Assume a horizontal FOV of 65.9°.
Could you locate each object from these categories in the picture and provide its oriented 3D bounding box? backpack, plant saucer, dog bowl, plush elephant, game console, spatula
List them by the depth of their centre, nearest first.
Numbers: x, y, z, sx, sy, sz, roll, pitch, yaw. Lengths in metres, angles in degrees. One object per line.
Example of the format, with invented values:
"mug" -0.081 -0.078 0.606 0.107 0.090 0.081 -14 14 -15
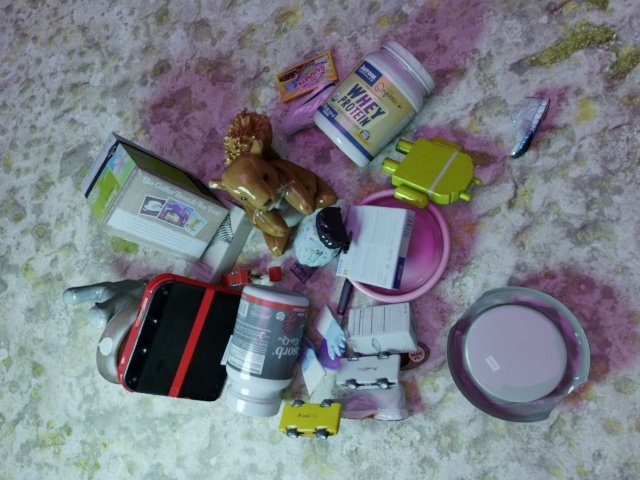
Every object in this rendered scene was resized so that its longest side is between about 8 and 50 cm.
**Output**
"dog bowl" 0.516 0.297 1.317 0.348 0.102 0.349 -2 83 20
"plant saucer" 0.220 0.016 1.464 0.331 0.084 0.333 -2 84 21
"backpack" 0.000 0.000 1.467 0.182 0.115 0.152 127 142 -49
"spatula" 0.058 0.252 1.527 0.084 0.030 0.297 14 89 20
"game console" -0.426 0.316 1.571 0.060 0.341 0.387 25 95 58
"plant saucer" -0.569 0.332 1.599 0.050 0.310 0.311 22 92 31
"plush elephant" -0.673 0.272 1.691 0.271 0.330 0.256 14 112 34

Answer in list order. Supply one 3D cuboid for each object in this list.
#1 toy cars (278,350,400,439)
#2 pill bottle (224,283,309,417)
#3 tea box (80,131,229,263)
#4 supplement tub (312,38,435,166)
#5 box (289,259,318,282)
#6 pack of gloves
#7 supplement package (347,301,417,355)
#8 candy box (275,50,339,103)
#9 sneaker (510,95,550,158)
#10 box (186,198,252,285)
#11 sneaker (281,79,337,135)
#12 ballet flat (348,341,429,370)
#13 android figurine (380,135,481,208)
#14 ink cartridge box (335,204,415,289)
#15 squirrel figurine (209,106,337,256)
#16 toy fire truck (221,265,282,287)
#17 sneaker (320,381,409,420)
"toy cars" 0.065 0.444 1.390 0.393 0.087 0.176 -38 39 -5
"pill bottle" -0.170 0.329 1.508 0.210 0.210 0.363 12 89 21
"tea box" -0.530 -0.133 1.575 0.323 0.329 0.220 40 99 45
"supplement tub" 0.156 -0.400 1.453 0.316 0.228 0.228 -46 72 10
"box" -0.050 0.086 1.590 0.067 0.018 0.083 42 99 19
"pack of gloves" 0.009 0.324 1.475 0.046 0.232 0.195 29 99 -23
"supplement package" 0.179 0.258 1.423 0.179 0.105 0.105 -10 45 19
"candy box" -0.046 -0.543 1.649 0.205 0.027 0.105 -18 82 18
"sneaker" 0.566 -0.319 1.386 0.082 0.071 0.191 25 85 27
"box" -0.331 0.007 1.661 0.113 0.094 0.275 27 94 21
"sneaker" -0.026 -0.411 1.601 0.235 0.090 0.095 -38 83 14
"ballet flat" 0.195 0.347 1.452 0.249 0.058 0.084 -11 81 19
"android figurine" 0.320 -0.198 1.415 0.272 0.056 0.248 26 66 22
"ink cartridge box" 0.151 0.013 1.402 0.223 0.045 0.224 11 88 49
"squirrel figurine" -0.189 -0.189 1.475 0.281 0.370 0.397 -37 69 13
"toy fire truck" -0.226 0.120 1.608 0.192 0.135 0.047 -16 77 52
"sneaker" 0.129 0.465 1.457 0.262 0.099 0.121 -4 72 15
